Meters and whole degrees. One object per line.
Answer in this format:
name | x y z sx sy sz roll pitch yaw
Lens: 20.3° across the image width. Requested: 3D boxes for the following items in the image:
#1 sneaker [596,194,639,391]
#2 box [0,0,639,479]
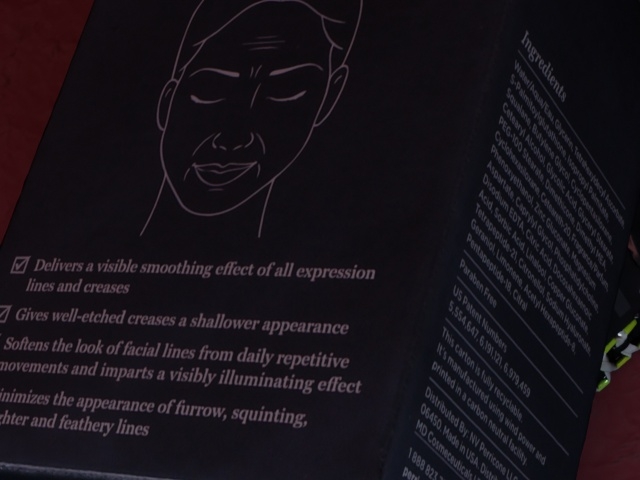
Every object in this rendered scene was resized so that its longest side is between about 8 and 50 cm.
sneaker | 0.172 0.046 1.107 0.097 0.084 0.234 11 79 20
box | 0.000 0.000 1.039 0.293 0.212 0.395 1 62 33
